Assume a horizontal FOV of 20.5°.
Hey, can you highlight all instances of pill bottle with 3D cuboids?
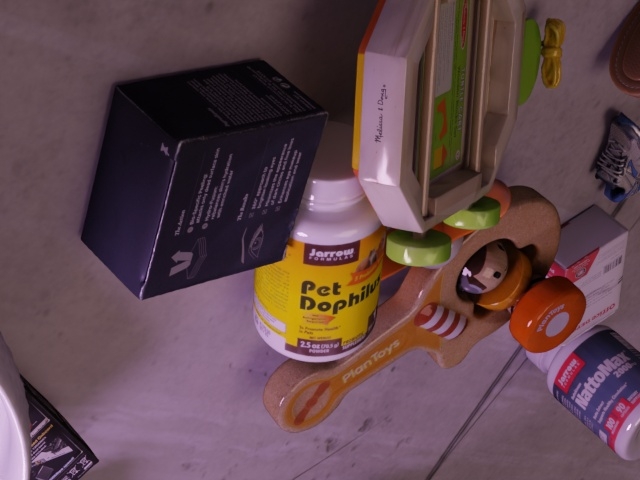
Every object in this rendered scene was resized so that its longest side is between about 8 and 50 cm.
[{"bbox_3d":[0.329,0.162,2.065,0.108,0.180,0.108,-29,142,-26],"label":"pill bottle"},{"bbox_3d":[0.000,0.000,1.586,0.117,0.117,0.215,-27,141,-28],"label":"pill bottle"}]

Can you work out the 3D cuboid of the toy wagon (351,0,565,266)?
[{"bbox_3d":[0.128,-0.138,1.561,0.344,0.068,0.267,-31,128,-59],"label":"toy wagon"}]

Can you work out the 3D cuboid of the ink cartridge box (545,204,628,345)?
[{"bbox_3d":[0.293,0.041,2.013,0.099,0.056,0.135,-30,143,-24],"label":"ink cartridge box"}]

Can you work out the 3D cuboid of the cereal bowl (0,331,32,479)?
[{"bbox_3d":[-0.368,0.117,1.219,0.339,0.141,0.339,-5,126,-7],"label":"cereal bowl"}]

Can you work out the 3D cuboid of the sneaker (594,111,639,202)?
[{"bbox_3d":[0.330,-0.085,1.932,0.058,0.052,0.135,-36,145,-10],"label":"sneaker"}]

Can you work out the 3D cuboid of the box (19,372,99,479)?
[{"bbox_3d":[-0.359,0.218,1.444,0.307,0.076,0.242,-43,146,-7],"label":"box"}]

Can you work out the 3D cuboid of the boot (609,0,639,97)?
[{"bbox_3d":[0.428,-0.216,1.880,0.283,0.109,0.220,-50,151,-10],"label":"boot"}]

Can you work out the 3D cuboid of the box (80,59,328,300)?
[{"bbox_3d":[-0.096,-0.052,1.446,0.158,0.093,0.156,-15,135,-41],"label":"box"}]

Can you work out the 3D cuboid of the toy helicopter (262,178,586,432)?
[{"bbox_3d":[0.092,0.065,1.747,0.355,0.140,0.235,-34,144,-13],"label":"toy helicopter"}]
